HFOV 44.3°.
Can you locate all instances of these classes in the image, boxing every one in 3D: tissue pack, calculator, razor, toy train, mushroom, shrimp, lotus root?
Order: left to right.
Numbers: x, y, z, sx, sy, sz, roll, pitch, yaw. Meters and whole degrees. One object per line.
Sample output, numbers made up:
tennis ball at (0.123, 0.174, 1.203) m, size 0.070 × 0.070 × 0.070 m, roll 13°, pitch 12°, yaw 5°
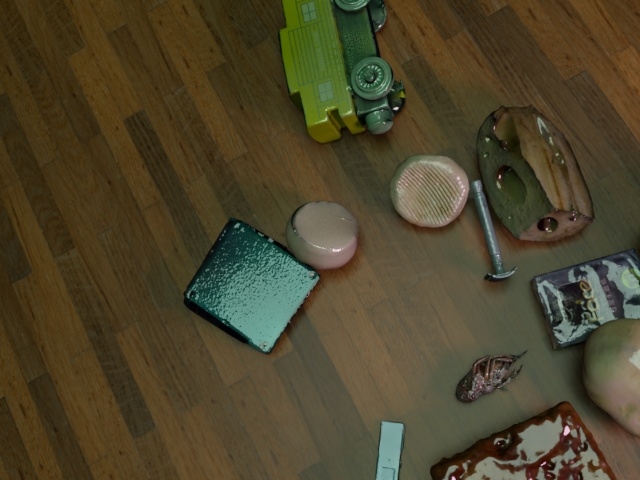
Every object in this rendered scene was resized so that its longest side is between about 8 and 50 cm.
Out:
calculator at (-0.162, 0.109, 1.865) m, size 0.274 × 0.058 × 0.248 m, roll 30°, pitch 84°, yaw 14°
toy train at (0.041, -0.448, 1.915) m, size 0.272 × 0.179 × 0.442 m, roll -14°, pitch 75°, yaw 13°
calculator at (0.153, 0.490, 1.744) m, size 0.057 × 0.018 × 0.172 m, roll 5°, pitch 77°, yaw 9°
razor at (0.378, -0.022, 1.777) m, size 0.068 × 0.106 × 0.232 m, roll -15°, pitch 80°, yaw 4°
shrimp at (0.380, 0.294, 1.732) m, size 0.190 × 0.075 × 0.073 m, roll -28°, pitch 42°, yaw -9°
lotus root at (0.477, -0.147, 1.796) m, size 0.210 × 0.142 × 0.314 m, roll -4°, pitch 67°, yaw -31°
tissue pack at (0.605, 0.129, 1.732) m, size 0.235 × 0.073 × 0.173 m, roll -16°, pitch 74°, yaw 5°
mushroom at (0.678, 0.269, 1.620) m, size 0.234 × 0.254 × 0.260 m, roll -35°, pitch 115°, yaw -36°

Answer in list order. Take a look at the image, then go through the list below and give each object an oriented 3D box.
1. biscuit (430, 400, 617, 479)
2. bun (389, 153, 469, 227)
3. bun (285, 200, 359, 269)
biscuit at (0.457, 0.570, 1.601) m, size 0.343 × 0.166 × 0.395 m, roll -27°, pitch 73°, yaw 3°
bun at (0.253, -0.119, 1.832) m, size 0.183 × 0.102 × 0.183 m, roll 3°, pitch 104°, yaw 11°
bun at (0.000, 0.000, 1.833) m, size 0.173 × 0.120 × 0.173 m, roll 7°, pitch 47°, yaw -8°
